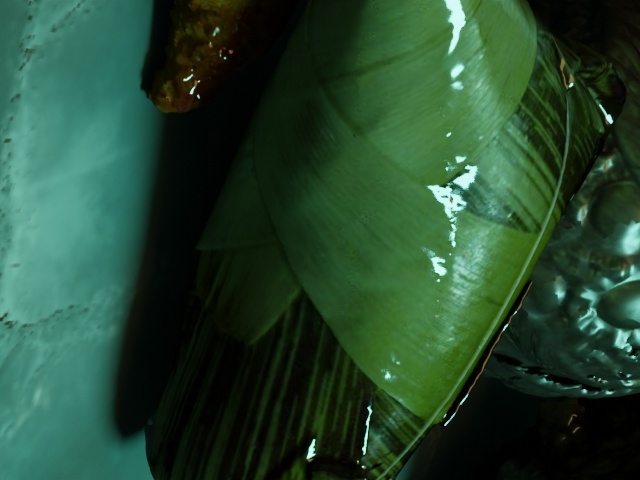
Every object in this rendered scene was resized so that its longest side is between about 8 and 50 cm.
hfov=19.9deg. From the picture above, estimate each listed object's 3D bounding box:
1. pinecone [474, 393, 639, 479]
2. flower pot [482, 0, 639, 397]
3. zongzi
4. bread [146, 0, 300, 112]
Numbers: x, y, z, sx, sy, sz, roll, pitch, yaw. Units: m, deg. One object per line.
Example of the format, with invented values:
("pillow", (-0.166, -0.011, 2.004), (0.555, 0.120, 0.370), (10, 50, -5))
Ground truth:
("pinecone", (0.198, 0.248, 1.245), (0.298, 0.242, 0.296), (-36, 138, -47))
("flower pot", (0.219, -0.007, 1.068), (0.266, 0.267, 0.266), (-38, 141, -38))
("zongzi", (0.000, 0.000, 0.803), (0.289, 0.154, 0.317), (-63, 162, -2))
("bread", (-0.029, -0.161, 0.737), (0.139, 0.095, 0.269), (-44, 149, -20))
